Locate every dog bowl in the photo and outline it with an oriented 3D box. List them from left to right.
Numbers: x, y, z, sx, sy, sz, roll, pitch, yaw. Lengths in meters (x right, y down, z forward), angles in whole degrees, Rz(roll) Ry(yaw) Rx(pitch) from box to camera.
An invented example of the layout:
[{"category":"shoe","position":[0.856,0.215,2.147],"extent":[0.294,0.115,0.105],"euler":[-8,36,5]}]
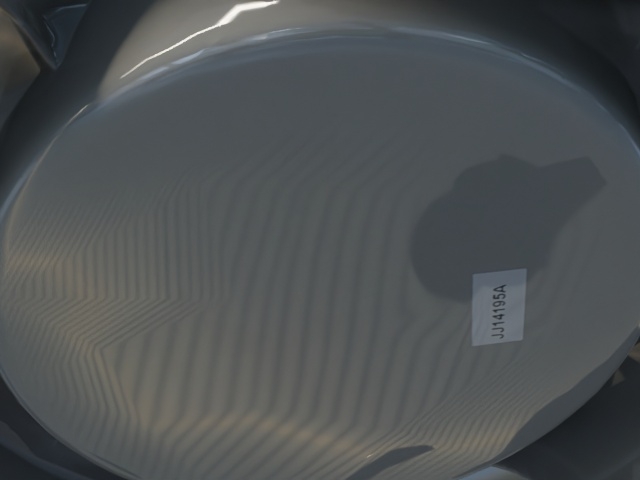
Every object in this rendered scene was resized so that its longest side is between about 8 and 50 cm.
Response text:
[{"category":"dog bowl","position":[0.000,0.000,0.491],"extent":[0.349,0.348,0.102],"euler":[-9,45,0]}]
